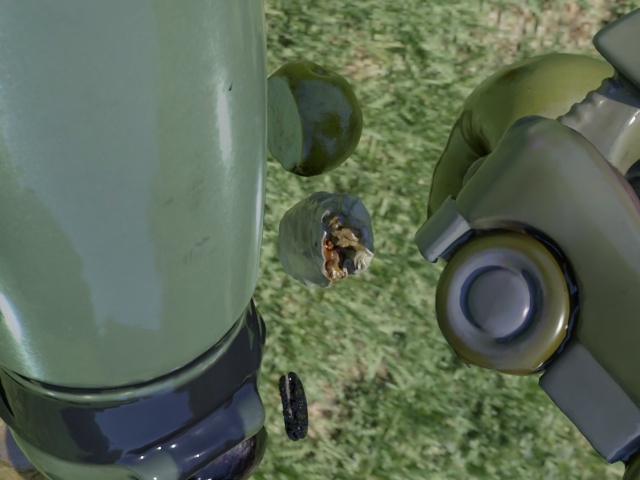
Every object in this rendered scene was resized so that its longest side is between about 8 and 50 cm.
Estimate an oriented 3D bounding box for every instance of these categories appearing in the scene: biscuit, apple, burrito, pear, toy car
[{"bbox_3d":[-0.036,0.222,1.586,0.027,0.089,0.087,-12,109,10],"label":"biscuit"},{"bbox_3d":[0.235,-0.047,1.159,0.262,0.262,0.262,-10,107,-34],"label":"apple"},{"bbox_3d":[0.000,0.000,1.453,0.076,0.392,0.117,-2,90,-10],"label":"burrito"},{"bbox_3d":[-0.005,-0.149,1.440,0.104,0.141,0.141,-10,107,-27],"label":"pear"},{"bbox_3d":[0.247,0.056,0.715,0.226,0.336,0.242,-49,151,14],"label":"toy car"}]

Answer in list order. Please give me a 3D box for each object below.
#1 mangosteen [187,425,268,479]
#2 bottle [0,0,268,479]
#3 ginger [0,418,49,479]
[{"bbox_3d":[-0.201,0.328,1.852,0.233,0.287,0.288,-37,121,-20],"label":"mangosteen"},{"bbox_3d":[-0.103,-0.023,0.536,0.168,0.168,0.347,-29,139,-27],"label":"bottle"},{"bbox_3d":[-0.302,0.065,1.031,0.236,0.166,0.375,-39,130,10],"label":"ginger"}]
